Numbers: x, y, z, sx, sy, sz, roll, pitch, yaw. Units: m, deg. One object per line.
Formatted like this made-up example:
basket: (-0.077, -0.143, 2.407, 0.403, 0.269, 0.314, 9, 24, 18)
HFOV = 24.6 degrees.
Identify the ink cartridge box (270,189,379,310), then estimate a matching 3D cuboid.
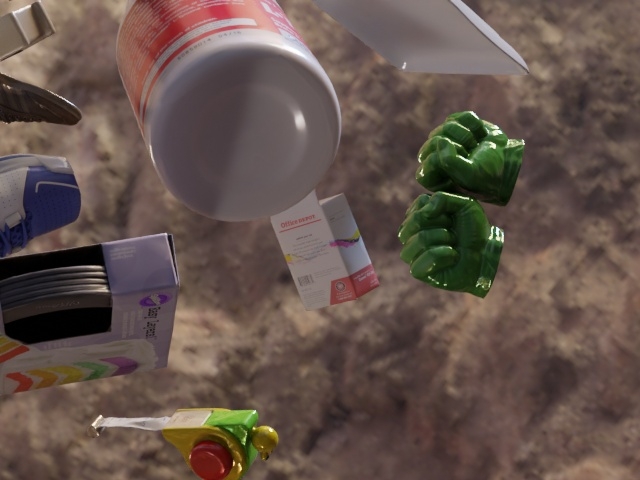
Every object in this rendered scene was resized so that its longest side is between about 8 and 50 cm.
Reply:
ink cartridge box: (0.000, 0.000, 2.294, 0.115, 0.198, 0.067, -15, -172, 41)

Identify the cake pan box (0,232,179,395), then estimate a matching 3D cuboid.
cake pan box: (-0.275, 0.082, 1.525, 0.267, 0.245, 0.070, 113, -35, -64)

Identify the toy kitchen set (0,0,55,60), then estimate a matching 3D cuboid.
toy kitchen set: (-0.416, -0.277, 1.599, 0.122, 0.207, 0.166, -20, -167, 29)

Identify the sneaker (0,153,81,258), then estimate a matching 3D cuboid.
sneaker: (-0.422, 0.022, 1.691, 0.127, 0.315, 0.182, 102, -32, -50)

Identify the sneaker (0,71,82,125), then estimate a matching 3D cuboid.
sneaker: (-0.417, -0.182, 1.972, 0.066, 0.188, 0.071, 177, -64, -78)

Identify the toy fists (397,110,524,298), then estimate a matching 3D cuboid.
toy fists: (0.195, -0.057, 2.069, 0.096, 0.142, 0.279, 112, -6, -65)

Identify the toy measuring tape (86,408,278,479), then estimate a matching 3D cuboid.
toy measuring tape: (-0.214, 0.332, 2.346, 0.330, 0.121, 0.121, -4, -127, 24)

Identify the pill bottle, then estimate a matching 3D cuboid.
pill bottle: (-0.131, -0.210, 1.837, 0.229, 0.229, 0.408, -47, -149, 12)

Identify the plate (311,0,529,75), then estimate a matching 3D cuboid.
plate: (0.167, -0.349, 2.396, 0.278, 0.277, 0.045, 7, -106, 42)
